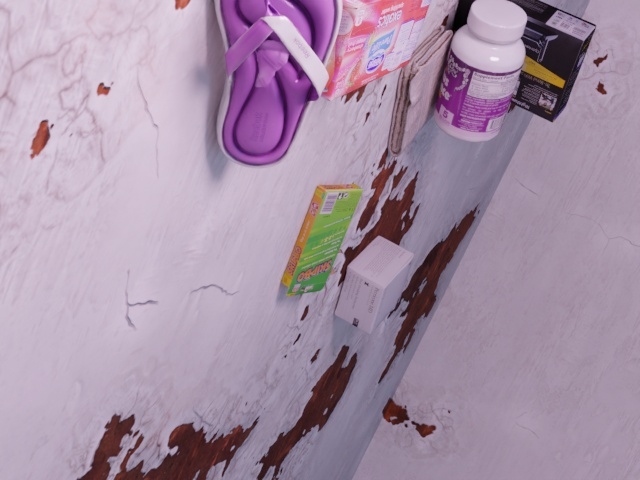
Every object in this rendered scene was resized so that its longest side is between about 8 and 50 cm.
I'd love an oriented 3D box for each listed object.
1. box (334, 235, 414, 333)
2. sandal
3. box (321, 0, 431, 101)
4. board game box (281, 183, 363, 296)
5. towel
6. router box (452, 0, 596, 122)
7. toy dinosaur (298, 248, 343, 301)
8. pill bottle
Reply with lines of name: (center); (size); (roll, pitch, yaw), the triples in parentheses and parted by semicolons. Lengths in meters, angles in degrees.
box: (0.145, 0.118, 2.438); (0.182, 0.119, 0.181); (-42, 154, -46)
sandal: (-0.059, -0.234, 1.228); (0.416, 0.169, 0.102); (98, -10, -51)
box: (0.046, -0.342, 1.421); (0.300, 0.142, 0.154); (-37, 150, -53)
board game box: (0.000, 0.000, 1.946); (0.124, 0.039, 0.259); (-6, 122, -49)
towel: (0.232, -0.342, 2.098); (0.187, 0.049, 0.282); (-49, 159, -32)
router box: (0.458, -0.449, 2.128); (0.081, 0.309, 0.243); (-47, 158, -35)
toy dinosaur: (-0.004, 0.050, 2.064); (0.092, 0.053, 0.183); (10, 110, -54)
pill bottle: (0.365, -0.386, 2.056); (0.169, 0.169, 0.301); (-45, 155, -42)
